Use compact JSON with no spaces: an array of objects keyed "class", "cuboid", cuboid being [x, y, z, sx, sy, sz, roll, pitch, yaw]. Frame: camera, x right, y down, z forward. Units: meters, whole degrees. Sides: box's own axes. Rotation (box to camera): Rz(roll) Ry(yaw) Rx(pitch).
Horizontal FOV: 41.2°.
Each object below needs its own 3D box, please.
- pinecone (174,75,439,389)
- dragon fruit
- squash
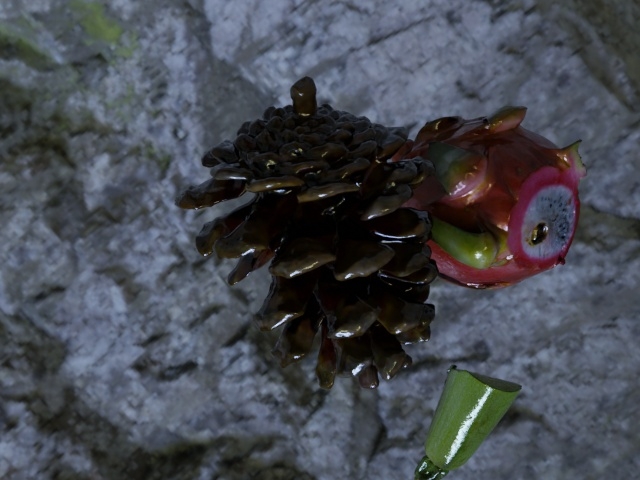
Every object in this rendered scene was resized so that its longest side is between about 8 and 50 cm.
[{"class":"pinecone","cuboid":[0.000,0.000,0.808,0.244,0.309,0.244,-14,-164,4]},{"class":"dragon fruit","cuboid":[0.181,-0.050,0.987,0.227,0.224,0.224,13,-133,45]},{"class":"squash","cuboid":[0.174,0.237,1.089,0.075,0.090,0.200,-106,-143,-54]}]
